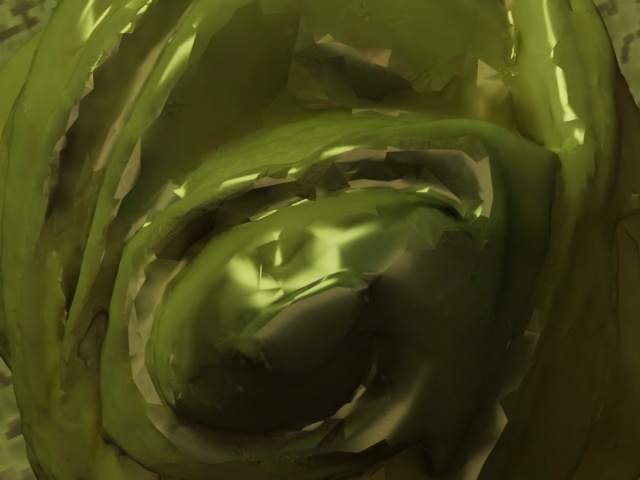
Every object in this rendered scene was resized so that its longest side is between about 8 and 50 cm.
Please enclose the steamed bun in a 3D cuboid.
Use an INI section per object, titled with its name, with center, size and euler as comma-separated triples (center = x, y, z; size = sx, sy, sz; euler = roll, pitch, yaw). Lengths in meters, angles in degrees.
[steamed bun]
center = 0.000, 0.000, 0.679
size = 0.268, 0.207, 0.280
euler = -27, 92, -3
